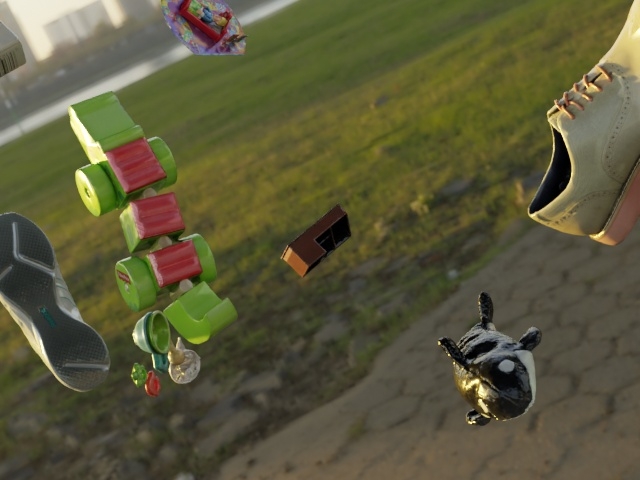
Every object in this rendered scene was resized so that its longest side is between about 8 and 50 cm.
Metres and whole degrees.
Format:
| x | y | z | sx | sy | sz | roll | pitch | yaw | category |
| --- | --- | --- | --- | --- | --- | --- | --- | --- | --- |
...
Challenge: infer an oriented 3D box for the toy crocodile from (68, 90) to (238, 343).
| x | y | z | sx | sy | sz | roll | pitch | yaw | category |
| --- | --- | --- | --- | --- | --- | --- | --- | --- | --- |
| -0.209 | -0.030 | 1.402 | 0.115 | 0.341 | 0.105 | -20 | -10 | -26 | toy crocodile |

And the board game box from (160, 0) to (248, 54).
| x | y | z | sx | sy | sz | roll | pitch | yaw | category |
| --- | --- | --- | --- | --- | --- | --- | --- | --- | --- |
| -0.179 | -0.362 | 1.848 | 0.033 | 0.133 | 0.168 | -36 | -15 | 36 | board game box |

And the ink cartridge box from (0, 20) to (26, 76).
| x | y | z | sx | sy | sz | roll | pitch | yaw | category |
| --- | --- | --- | --- | --- | --- | --- | --- | --- | --- |
| -0.728 | -0.331 | 1.957 | 0.324 | 0.071 | 0.330 | -35 | 60 | -22 | ink cartridge box |

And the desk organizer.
| x | y | z | sx | sy | sz | roll | pitch | yaw | category |
| --- | --- | --- | --- | --- | --- | --- | --- | --- | --- |
| 0.000 | 0.000 | 1.909 | 0.130 | 0.050 | 0.047 | -40 | -10 | -31 | desk organizer |

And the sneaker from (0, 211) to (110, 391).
| x | y | z | sx | sy | sz | roll | pitch | yaw | category |
| --- | --- | --- | --- | --- | --- | --- | --- | --- | --- |
| -0.213 | 0.051 | 0.872 | 0.053 | 0.152 | 0.061 | -27 | -7 | -21 | sneaker |

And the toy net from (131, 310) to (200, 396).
| x | y | z | sx | sy | sz | roll | pitch | yaw | category |
| --- | --- | --- | --- | --- | --- | --- | --- | --- | --- |
| -0.239 | 0.195 | 1.852 | 0.045 | 0.122 | 0.232 | -12 | -20 | 15 | toy net |

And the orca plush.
| x | y | z | sx | sy | sz | roll | pitch | yaw | category |
| --- | --- | --- | --- | --- | --- | --- | --- | --- | --- |
| 0.209 | 0.139 | 1.522 | 0.151 | 0.102 | 0.287 | -51 | 12 | 26 | orca plush |

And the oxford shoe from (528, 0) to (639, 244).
| x | y | z | sx | sy | sz | roll | pitch | yaw | category |
| --- | --- | --- | --- | --- | --- | --- | --- | --- | --- |
| 0.391 | -0.180 | 1.542 | 0.146 | 0.397 | 0.140 | 9 | 22 | -8 | oxford shoe |
